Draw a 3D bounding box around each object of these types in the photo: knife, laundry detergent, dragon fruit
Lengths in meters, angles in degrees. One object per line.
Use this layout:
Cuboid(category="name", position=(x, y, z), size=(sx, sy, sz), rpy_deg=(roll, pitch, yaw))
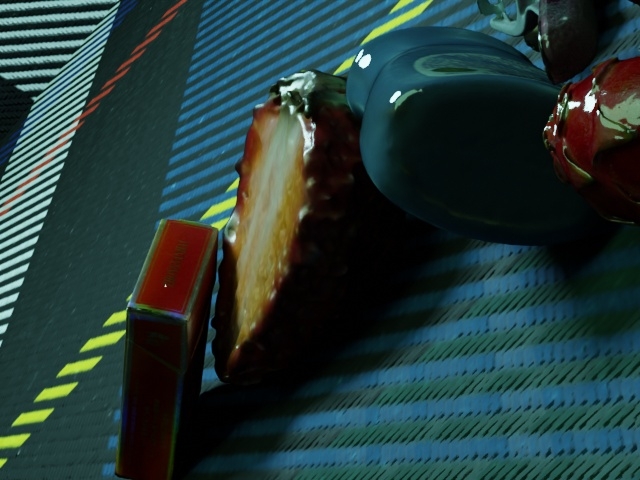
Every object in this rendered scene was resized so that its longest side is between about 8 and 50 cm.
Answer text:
Cuboid(category="knife", position=(0.125, -0.156, 0.978), size=(0.053, 0.123, 0.278), rpy_deg=(-23, 21, 4))
Cuboid(category="laundry detergent", position=(0.089, -0.077, 1.022), size=(0.290, 0.143, 0.094), rpy_deg=(-103, 19, -75))
Cuboid(category="dragon fruit", position=(0.189, -0.038, 0.796), size=(0.094, 0.094, 0.190), rpy_deg=(-54, 39, -4))

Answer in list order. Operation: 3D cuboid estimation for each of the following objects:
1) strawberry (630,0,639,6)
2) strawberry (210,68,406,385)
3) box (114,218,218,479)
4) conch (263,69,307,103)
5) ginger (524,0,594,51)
Cuboid(category="strawberry", position=(0.196, -0.248, 0.951), size=(0.234, 0.178, 0.233), rpy_deg=(-159, 90, -77))
Cuboid(category="strawberry", position=(0.000, 0.000, 1.175), size=(0.190, 0.111, 0.236), rpy_deg=(-123, 47, -63))
Cuboid(category="box", position=(-0.114, 0.085, 1.236), size=(0.112, 0.048, 0.175), rpy_deg=(-75, -5, -50))
Cuboid(category="conch", position=(-0.020, -0.101, 1.485), size=(0.089, 0.074, 0.121), rpy_deg=(128, 149, -59))
Cuboid(category="ginger", position=(0.210, -0.240, 1.144), size=(0.149, 0.065, 0.258), rpy_deg=(-26, 29, 51))
